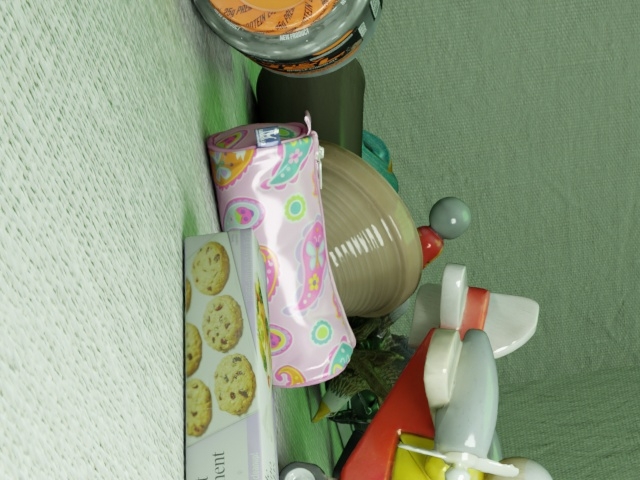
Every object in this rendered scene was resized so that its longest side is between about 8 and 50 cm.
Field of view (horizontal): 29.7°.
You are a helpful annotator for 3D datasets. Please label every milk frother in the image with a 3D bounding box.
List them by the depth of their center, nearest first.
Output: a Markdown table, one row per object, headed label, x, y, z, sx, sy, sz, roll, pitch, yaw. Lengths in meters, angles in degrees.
| label | x | y | z | sx | sy | sz | roll | pitch | yaw |
| --- | --- | --- | --- | --- | --- | --- | --- | --- | --- |
| milk frother | 0.064 | 0.355 | 1.963 | 0.135 | 0.129 | 0.143 | -65 | -157 | -5 |

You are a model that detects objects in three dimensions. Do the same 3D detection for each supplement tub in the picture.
| label | x | y | z | sx | sy | sz | roll | pitch | yaw |
| --- | --- | --- | --- | --- | --- | --- | --- | --- | --- |
| supplement tub | -0.035 | -0.300 | 1.373 | 0.338 | 0.207 | 0.207 | -25 | 106 | -84 |

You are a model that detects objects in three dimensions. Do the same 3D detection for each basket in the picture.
| label | x | y | z | sx | sy | sz | roll | pitch | yaw |
| --- | --- | --- | --- | --- | --- | --- | --- | --- | --- |
| basket | -0.013 | -0.119 | 1.645 | 0.204 | 0.154 | 0.227 | 103 | -12 | -58 |

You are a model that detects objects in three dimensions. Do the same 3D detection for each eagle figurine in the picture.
| label | x | y | z | sx | sy | sz | roll | pitch | yaw |
| --- | --- | --- | --- | --- | --- | --- | --- | --- | --- |
| eagle figurine | 0.068 | 0.190 | 1.788 | 0.298 | 0.225 | 0.226 | 39 | 32 | -64 |

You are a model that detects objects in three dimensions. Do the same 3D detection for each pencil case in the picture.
| label | x | y | z | sx | sy | sz | roll | pitch | yaw |
| --- | --- | --- | --- | --- | --- | --- | --- | --- | --- |
| pencil case | -0.039 | 0.010 | 1.279 | 0.124 | 0.124 | 0.284 | -80 | 162 | -74 |

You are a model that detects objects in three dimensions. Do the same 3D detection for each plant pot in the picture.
| label | x | y | z | sx | sy | sz | roll | pitch | yaw |
| --- | --- | --- | --- | --- | --- | --- | --- | --- | --- |
| plant pot | -0.002 | 0.008 | 1.443 | 0.109 | 0.237 | 0.237 | -40 | 131 | -36 |

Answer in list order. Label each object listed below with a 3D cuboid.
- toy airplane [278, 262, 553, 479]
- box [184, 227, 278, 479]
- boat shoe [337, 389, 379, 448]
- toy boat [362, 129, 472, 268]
| label | x | y | z | sx | sy | sz | roll | pitch | yaw |
| --- | --- | --- | --- | --- | --- | --- | --- | --- | --- |
| toy airplane | 0.159 | 0.226 | 1.391 | 0.386 | 0.272 | 0.385 | -25 | 138 | -56 |
| box | -0.073 | 0.137 | 0.988 | 0.063 | 0.067 | 0.324 | 72 | 11 | -53 |
| boat shoe | 0.078 | 0.296 | 2.115 | 0.108 | 0.102 | 0.301 | -92 | 172 | -51 |
| toy boat | 0.096 | -0.090 | 1.942 | 0.318 | 0.148 | 0.267 | 46 | 9 | 21 |
